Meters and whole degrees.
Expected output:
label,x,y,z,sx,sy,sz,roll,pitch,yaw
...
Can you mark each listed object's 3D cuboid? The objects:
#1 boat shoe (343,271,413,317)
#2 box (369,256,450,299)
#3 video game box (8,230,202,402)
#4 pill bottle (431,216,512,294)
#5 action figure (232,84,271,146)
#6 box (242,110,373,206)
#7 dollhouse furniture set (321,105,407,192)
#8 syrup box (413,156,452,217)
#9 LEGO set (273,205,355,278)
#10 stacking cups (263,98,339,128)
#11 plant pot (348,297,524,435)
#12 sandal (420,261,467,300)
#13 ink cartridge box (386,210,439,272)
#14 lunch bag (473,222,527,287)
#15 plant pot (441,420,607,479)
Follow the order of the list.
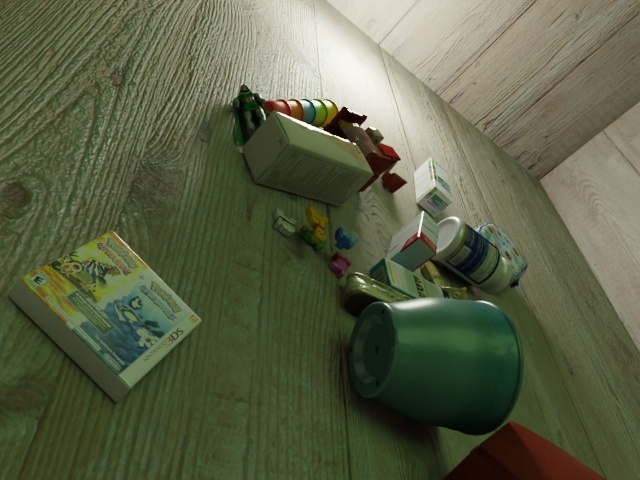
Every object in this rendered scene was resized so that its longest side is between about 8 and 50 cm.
label,x,y,z,sx,sy,sz,roll,pitch,yaw
boat shoe,0.179,0.160,1.297,0.285,0.104,0.089,32,35,-23
box,0.240,0.140,1.445,0.244,0.060,0.100,28,34,-29
video game box,-0.296,0.099,0.809,0.205,0.048,0.187,46,27,-2
pill bottle,0.469,0.054,1.761,0.265,0.153,0.153,34,31,-23
action figure,-0.180,-0.339,1.464,0.137,0.063,0.232,-13,45,-12
box,-0.028,-0.199,1.432,0.311,0.148,0.121,14,43,-47
dollhouse furniture set,0.176,-0.263,1.768,0.374,0.152,0.201,4,50,-51
syrup box,0.408,-0.196,2.049,0.093,0.096,0.236,37,29,-18
LEGO set,0.000,0.000,1.279,0.227,0.087,0.093,35,31,-18
stacking cups,-0.068,-0.376,1.674,0.096,0.096,0.316,54,35,13
plant pot,0.205,0.231,1.104,0.255,0.271,0.271,14,41,-24
sandal,0.375,0.145,1.598,0.088,0.079,0.240,6,48,-50
ink cartridge box,0.257,0.011,1.559,0.072,0.127,0.175,43,29,-8
lunch bag,0.622,0.059,2.000,0.243,0.115,0.303,56,29,11
plant pot,0.331,0.478,0.971,0.235,0.267,0.267,47,26,27
